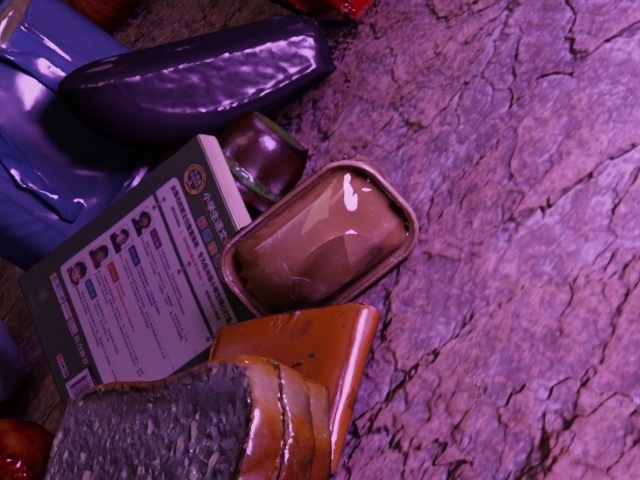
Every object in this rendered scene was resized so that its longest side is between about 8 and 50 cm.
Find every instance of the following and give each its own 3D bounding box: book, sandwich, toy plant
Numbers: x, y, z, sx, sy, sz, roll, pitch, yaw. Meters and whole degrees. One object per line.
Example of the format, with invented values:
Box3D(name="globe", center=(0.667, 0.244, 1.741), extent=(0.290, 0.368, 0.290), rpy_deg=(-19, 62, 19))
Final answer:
Box3D(name="book", center=(-0.159, 0.055, 1.848), extent=(0.264, 0.027, 0.202), rpy_deg=(-37, 64, 28))
Box3D(name="sandwich", center=(-0.125, 0.230, 1.587), extent=(0.301, 0.099, 0.271), rpy_deg=(-17, 57, 47))
Box3D(name="toy plant", center=(-0.086, -0.040, 1.888), extent=(0.162, 0.093, 0.093), rpy_deg=(-53, 27, 7))

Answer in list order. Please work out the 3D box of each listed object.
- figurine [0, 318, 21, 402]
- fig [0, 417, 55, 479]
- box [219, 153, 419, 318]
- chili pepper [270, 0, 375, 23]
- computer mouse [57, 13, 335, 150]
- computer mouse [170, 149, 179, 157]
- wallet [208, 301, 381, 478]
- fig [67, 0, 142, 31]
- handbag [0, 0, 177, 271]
Box3D(name="figurine", center=(-0.431, 0.216, 2.080), extent=(0.205, 0.224, 0.382), rpy_deg=(8, 87, 24))
Box3D(name="fig", center=(-0.314, 0.262, 1.810), extent=(0.290, 0.190, 0.191), rpy_deg=(-28, 34, 62))
Box3D(name="box", center=(0.000, 0.000, 1.700), extent=(0.177, 0.111, 0.111), rpy_deg=(-39, 31, 25))
Box3D(name="chili pepper", center=(0.048, -0.328, 2.011), extent=(0.253, 0.136, 0.144), rpy_deg=(-49, -8, -11))
Box3D(name="computer mouse", center=(-0.118, -0.146, 1.958), extent=(0.269, 0.100, 0.170), rpy_deg=(-14, 16, -5))
Box3D(name="computer mouse", center=(-0.121, -0.069, 2.009), extent=(0.172, 0.057, 0.099), rpy_deg=(-40, 22, 19))
Box3D(name="wallet", center=(-0.035, 0.136, 1.663), extent=(0.195, 0.042, 0.161), rpy_deg=(-16, 50, 45))
Box3D(name="fig", center=(-0.270, -0.337, 2.473), extent=(0.119, 0.153, 0.119), rpy_deg=(-10, 49, 12))
Box3D(name="handbag", center=(-0.297, -0.112, 2.104), extent=(0.263, 0.241, 0.222), rpy_deg=(-57, 16, -14))
